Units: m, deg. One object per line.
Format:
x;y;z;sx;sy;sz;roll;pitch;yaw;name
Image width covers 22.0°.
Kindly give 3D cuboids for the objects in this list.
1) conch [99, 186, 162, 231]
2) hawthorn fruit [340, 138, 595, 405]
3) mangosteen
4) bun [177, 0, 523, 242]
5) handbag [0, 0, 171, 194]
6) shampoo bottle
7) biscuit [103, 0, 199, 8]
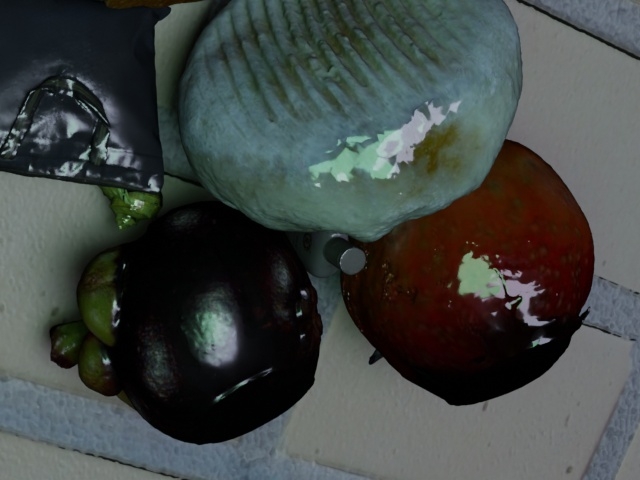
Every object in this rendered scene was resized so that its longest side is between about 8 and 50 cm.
-0.201;-0.068;1.759;0.074;0.089;0.121;12;80;9;conch
0.171;0.032;1.843;0.316;0.316;0.316;-8;110;-23;hawthorn fruit
-0.140;0.098;1.759;0.287;0.287;0.233;-27;76;-15;mangosteen
0.036;-0.145;1.702;0.362;0.362;0.211;-36;135;-11;bun
-0.276;-0.156;1.675;0.254;0.089;0.211;6;80;-24;handbag
0.000;0.000;1.826;0.040;0.165;0.080;7;103;-27;shampoo bottle
-0.084;-0.317;1.651;0.273;0.257;0.049;-17;76;-43;biscuit
